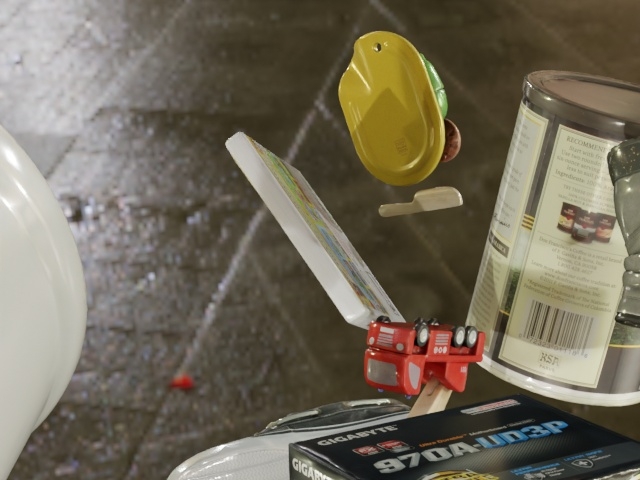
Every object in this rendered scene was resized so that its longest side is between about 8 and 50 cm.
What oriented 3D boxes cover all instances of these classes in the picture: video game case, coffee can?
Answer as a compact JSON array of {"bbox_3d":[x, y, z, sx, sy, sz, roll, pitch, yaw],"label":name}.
[{"bbox_3d":[0.000,0.000,1.560,0.026,0.206,0.227,-37,74,7],"label":"video game case"},{"bbox_3d":[0.263,-0.006,1.459,0.201,0.275,0.201,11,18,-4],"label":"coffee can"}]

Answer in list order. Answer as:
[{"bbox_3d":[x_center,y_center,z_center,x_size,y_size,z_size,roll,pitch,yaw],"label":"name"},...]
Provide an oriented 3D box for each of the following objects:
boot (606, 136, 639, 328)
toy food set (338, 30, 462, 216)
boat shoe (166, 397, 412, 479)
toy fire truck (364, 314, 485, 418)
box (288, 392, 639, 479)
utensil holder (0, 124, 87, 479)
[{"bbox_3d":[0.336,-0.018,1.151,0.246,0.161,0.083,-19,-26,35],"label":"boot"},{"bbox_3d":[0.103,-0.135,1.723,0.128,0.218,0.071,-18,-2,40],"label":"toy food set"},{"bbox_3d":[-0.025,0.260,1.722,0.335,0.121,0.119,-8,17,-21],"label":"boat shoe"},{"bbox_3d":[0.099,0.139,1.337,0.047,0.135,0.192,10,2,34],"label":"toy fire truck"},{"bbox_3d":[0.114,0.172,1.073,0.220,0.051,0.175,-7,14,-31],"label":"box"},{"bbox_3d":[-0.334,0.117,0.788,0.327,0.328,0.385,3,36,11],"label":"utensil holder"}]
